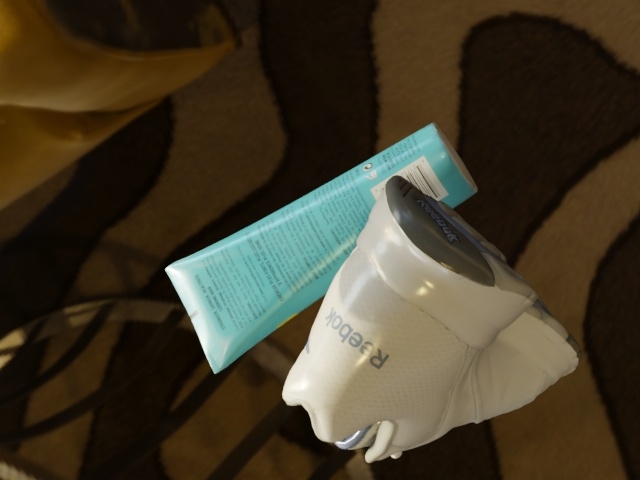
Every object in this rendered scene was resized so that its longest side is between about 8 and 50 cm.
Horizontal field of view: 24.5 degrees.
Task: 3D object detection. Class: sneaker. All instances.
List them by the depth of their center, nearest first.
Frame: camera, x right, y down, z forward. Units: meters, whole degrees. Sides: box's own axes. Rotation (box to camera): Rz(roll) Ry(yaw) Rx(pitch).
[{"bbox_3d":[0.055,0.056,0.795,0.111,0.297,0.129,42,93,23],"label":"sneaker"}]

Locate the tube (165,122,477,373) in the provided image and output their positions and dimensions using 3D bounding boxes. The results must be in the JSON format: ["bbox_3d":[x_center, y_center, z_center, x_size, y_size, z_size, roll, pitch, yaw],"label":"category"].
[{"bbox_3d":[0.000,0.000,0.950,0.207,0.052,0.080,-31,67,10],"label":"tube"}]
